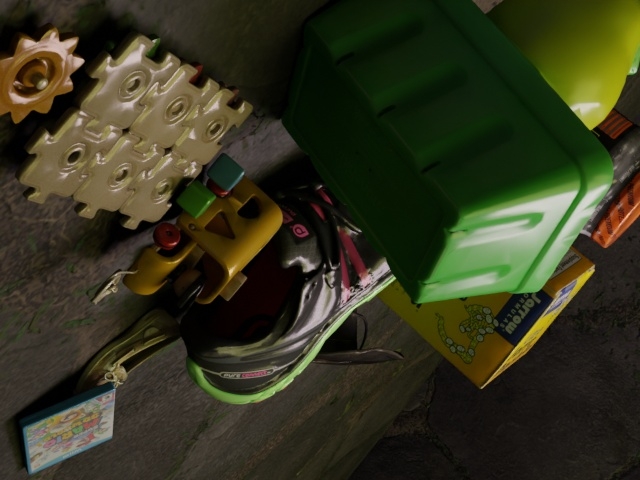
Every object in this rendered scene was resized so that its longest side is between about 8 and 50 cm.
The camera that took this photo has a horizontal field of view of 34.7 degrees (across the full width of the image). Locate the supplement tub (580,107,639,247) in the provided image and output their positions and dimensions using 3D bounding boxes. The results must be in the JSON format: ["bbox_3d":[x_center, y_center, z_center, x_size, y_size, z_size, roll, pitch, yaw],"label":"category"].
[{"bbox_3d":[0.383,-0.155,1.666,0.207,0.338,0.207,-42,162,-17],"label":"supplement tub"}]

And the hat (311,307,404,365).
[{"bbox_3d":[-0.034,0.120,1.555,0.331,0.332,0.133,27,62,-73],"label":"hat"}]

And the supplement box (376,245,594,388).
[{"bbox_3d":[0.197,0.016,1.554,0.194,0.356,0.195,-19,147,-57],"label":"supplement box"}]

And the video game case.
[{"bbox_3d":[-0.319,0.240,1.299,0.119,0.015,0.166,-22,156,-24],"label":"video game case"}]

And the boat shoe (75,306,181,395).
[{"bbox_3d":[-0.242,0.150,1.295,0.153,0.048,0.056,-42,162,-21],"label":"boat shoe"}]

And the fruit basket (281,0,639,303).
[{"bbox_3d":[0.194,-0.152,1.154,0.392,0.392,0.283,-37,160,-33],"label":"fruit basket"}]

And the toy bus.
[{"bbox_3d":[-0.126,0.016,1.106,0.202,0.104,0.191,-49,-179,2],"label":"toy bus"}]

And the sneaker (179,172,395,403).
[{"bbox_3d":[0.000,0.000,1.330,0.482,0.185,0.202,-53,154,-13],"label":"sneaker"}]

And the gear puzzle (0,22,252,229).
[{"bbox_3d":[-0.187,-0.105,0.888,0.175,0.044,0.339,-49,161,7],"label":"gear puzzle"}]
